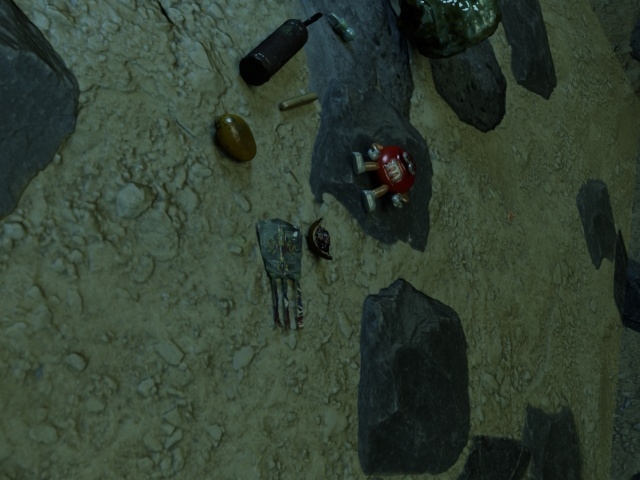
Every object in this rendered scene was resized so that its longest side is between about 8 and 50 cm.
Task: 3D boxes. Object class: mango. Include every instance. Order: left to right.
[{"bbox_3d":[-0.172,-0.211,1.421,0.114,0.057,0.078,51,42,-37],"label":"mango"}]

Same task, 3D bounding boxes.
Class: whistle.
[{"bbox_3d":[0.057,-0.557,1.794,0.100,0.035,0.035,39,52,-33],"label":"whistle"}]

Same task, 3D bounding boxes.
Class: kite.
[{"bbox_3d":[-0.076,0.070,1.472,0.141,0.015,0.245,8,70,-46],"label":"kite"}]

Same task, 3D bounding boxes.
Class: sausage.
[{"bbox_3d":[-0.050,-0.328,1.614,0.132,0.024,0.024,-31,102,-49],"label":"sausage"}]

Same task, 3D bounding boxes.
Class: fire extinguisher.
[{"bbox_3d":[-0.082,-0.447,1.563,0.072,0.089,0.267,54,45,-20],"label":"fire extinguisher"}]

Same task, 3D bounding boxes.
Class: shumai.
[{"bbox_3d":[0.352,-0.701,1.958,0.330,0.292,0.288,-109,173,-58],"label":"shumai"}]

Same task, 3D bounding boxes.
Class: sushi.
[{"bbox_3d":[0.000,0.000,1.555,0.050,0.047,0.099,-19,92,-46],"label":"sushi"}]

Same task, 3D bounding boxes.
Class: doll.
[{"bbox_3d":[0.182,-0.171,1.785,0.217,0.085,0.183,-19,92,-40],"label":"doll"}]
